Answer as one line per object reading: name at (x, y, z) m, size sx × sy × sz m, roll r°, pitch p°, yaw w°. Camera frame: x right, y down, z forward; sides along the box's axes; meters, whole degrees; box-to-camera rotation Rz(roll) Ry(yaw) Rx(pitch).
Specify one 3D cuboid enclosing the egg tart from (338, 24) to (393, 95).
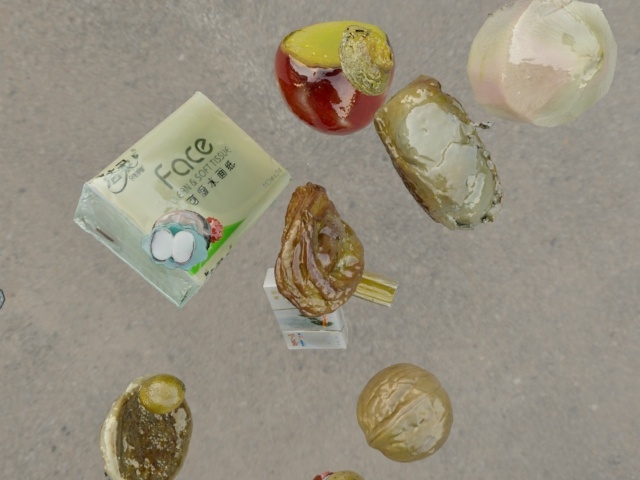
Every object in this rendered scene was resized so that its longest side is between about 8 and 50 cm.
egg tart at (0.081, -0.308, 1.016) m, size 0.052 × 0.130 × 0.130 m, roll -16°, pitch 100°, yaw 45°

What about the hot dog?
hot dog at (0.002, 0.000, 1.054) m, size 0.114 × 0.259 × 0.175 m, roll -25°, pitch 125°, yaw 28°

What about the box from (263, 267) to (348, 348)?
box at (-0.029, 0.161, 1.410) m, size 0.150 × 0.067 × 0.233 m, roll -3°, pitch 132°, yaw 16°

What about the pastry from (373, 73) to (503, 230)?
pastry at (0.107, -0.077, 0.555) m, size 0.081 × 0.153 × 0.153 m, roll -38°, pitch 96°, yaw 3°

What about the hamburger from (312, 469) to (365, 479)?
hamburger at (0.048, 0.622, 1.417) m, size 0.175 × 0.175 × 0.137 m, roll 33°, pitch 136°, yaw -5°

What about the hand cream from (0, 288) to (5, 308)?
hand cream at (-0.530, 0.085, 0.873) m, size 0.234 × 0.080 × 0.050 m, roll -3°, pitch 129°, yaw 39°

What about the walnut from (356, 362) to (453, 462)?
walnut at (0.196, 0.405, 1.411) m, size 0.228 × 0.228 × 0.227 m, roll 0°, pitch 97°, yaw -1°

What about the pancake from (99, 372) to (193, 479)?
pancake at (-0.382, 0.439, 1.362) m, size 0.049 × 0.282 × 0.282 m, roll -12°, pitch 98°, yaw 26°

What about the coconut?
coconut at (0.280, -0.227, 0.749) m, size 0.171 × 0.183 × 0.170 m, roll -3°, pitch 100°, yaw -16°

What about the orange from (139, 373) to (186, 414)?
orange at (-0.333, 0.323, 1.273) m, size 0.095 × 0.085 × 0.085 m, roll -18°, pitch 97°, yaw -2°

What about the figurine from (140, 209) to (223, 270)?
figurine at (-0.109, -0.001, 0.483) m, size 0.060 × 0.106 × 0.047 m, roll -11°, pitch 99°, yaw -6°

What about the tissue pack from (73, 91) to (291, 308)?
tissue pack at (-0.311, -0.104, 1.427) m, size 0.332 × 0.205 × 0.405 m, roll 42°, pitch 51°, yaw -8°

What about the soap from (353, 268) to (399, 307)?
soap at (0.088, 0.106, 1.582) m, size 0.232 × 0.140 × 0.073 m, roll 17°, pitch 96°, yaw 11°

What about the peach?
peach at (0.030, -0.345, 1.290) m, size 0.249 × 0.275 × 0.245 m, roll -5°, pitch 112°, yaw 37°
